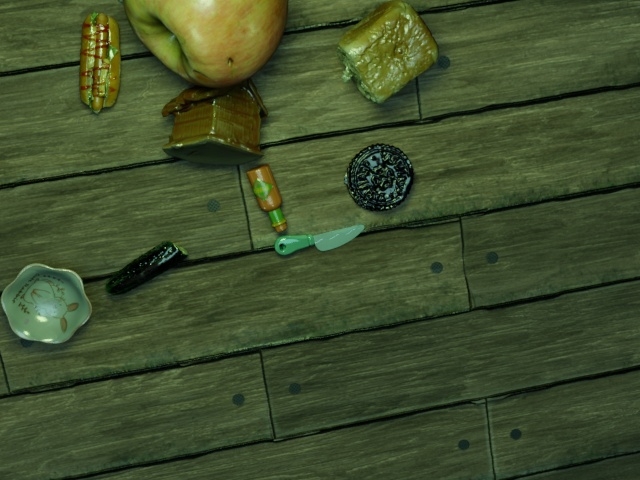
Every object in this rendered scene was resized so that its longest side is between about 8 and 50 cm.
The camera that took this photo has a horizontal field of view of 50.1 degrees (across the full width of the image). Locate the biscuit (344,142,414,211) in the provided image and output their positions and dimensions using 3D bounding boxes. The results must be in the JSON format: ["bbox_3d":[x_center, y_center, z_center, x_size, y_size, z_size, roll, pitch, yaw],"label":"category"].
[{"bbox_3d":[0.164,-0.172,1.889,0.195,0.053,0.194,-1,100,-6],"label":"biscuit"}]

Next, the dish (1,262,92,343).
[{"bbox_3d":[-0.729,0.161,1.839,0.230,0.081,0.229,-2,103,-10],"label":"dish"}]

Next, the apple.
[{"bbox_3d":[-0.261,-0.562,1.602,0.391,0.391,0.346,44,67,-12],"label":"apple"}]

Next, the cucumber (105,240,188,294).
[{"bbox_3d":[-0.478,0.077,1.855,0.241,0.074,0.074,-31,103,1],"label":"cucumber"}]

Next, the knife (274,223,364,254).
[{"bbox_3d":[0.000,0.002,1.918,0.261,0.034,0.063,-9,106,-8],"label":"knife"}]

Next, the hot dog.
[{"bbox_3d":[-0.562,-0.449,1.742,0.104,0.076,0.250,7,98,-9],"label":"hot dog"}]

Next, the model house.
[{"bbox_3d":[-0.270,-0.322,1.765,0.220,0.200,0.229,20,71,-49],"label":"model house"}]

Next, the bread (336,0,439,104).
[{"bbox_3d":[0.155,-0.483,1.768,0.246,0.176,0.195,-37,114,-1],"label":"bread"}]

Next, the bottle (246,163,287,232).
[{"bbox_3d":[-0.138,-0.112,1.859,0.069,0.069,0.187,-23,103,-2],"label":"bottle"}]
